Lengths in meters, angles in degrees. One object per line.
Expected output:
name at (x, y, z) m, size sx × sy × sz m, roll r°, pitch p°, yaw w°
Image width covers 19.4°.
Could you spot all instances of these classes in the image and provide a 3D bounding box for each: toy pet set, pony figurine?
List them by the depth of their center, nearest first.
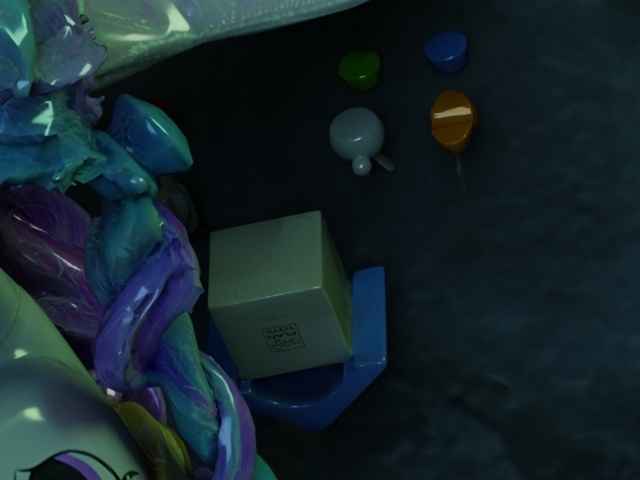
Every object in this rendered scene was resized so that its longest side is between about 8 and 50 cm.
pony figurine at (-0.131, -0.064, 0.508) m, size 0.303 × 0.363 × 0.351 m, roll -25°, pitch 35°, yaw 19°
toy pet set at (0.000, 0.000, 0.637) m, size 0.122 × 0.065 × 0.114 m, roll -11°, pitch 45°, yaw 11°
